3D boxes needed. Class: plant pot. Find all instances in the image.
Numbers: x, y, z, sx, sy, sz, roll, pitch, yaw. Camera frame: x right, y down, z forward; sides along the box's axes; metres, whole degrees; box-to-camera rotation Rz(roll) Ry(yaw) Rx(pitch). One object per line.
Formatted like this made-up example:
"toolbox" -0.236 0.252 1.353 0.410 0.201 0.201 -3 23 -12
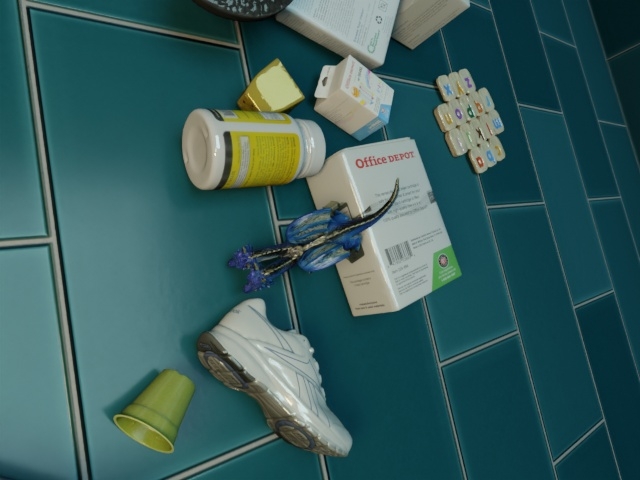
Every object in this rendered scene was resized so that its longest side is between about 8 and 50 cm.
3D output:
"plant pot" -0.095 -0.247 0.754 0.083 0.081 0.081 -44 104 -27
"plant pot" -0.202 0.211 0.552 0.083 0.083 0.079 45 43 -18

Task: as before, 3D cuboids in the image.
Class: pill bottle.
"pill bottle" -0.101 -0.146 0.694 0.208 0.119 0.119 -10 83 -38

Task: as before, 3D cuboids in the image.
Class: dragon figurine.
"dragon figurine" 0.000 0.000 0.669 0.085 0.289 0.144 66 16 3

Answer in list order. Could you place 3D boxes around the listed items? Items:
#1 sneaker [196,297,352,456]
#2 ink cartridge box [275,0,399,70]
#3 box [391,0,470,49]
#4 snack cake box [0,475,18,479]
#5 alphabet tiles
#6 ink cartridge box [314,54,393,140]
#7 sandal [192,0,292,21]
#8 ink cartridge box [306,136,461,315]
"sneaker" -0.042 0.209 0.650 0.297 0.111 0.129 52 48 -15
"ink cartridge box" 0.026 -0.571 0.881 0.329 0.071 0.325 18 85 -28
"box" 0.241 -0.601 1.036 0.119 0.181 0.182 12 70 -34
"snack cake box" -0.349 0.305 0.401 0.264 0.089 0.152 33 59 -25
"alphabet tiles" 0.414 -0.331 1.191 0.284 0.021 0.278 -30 96 -38
"ink cartridge box" 0.062 -0.289 0.873 0.143 0.089 0.092 27 63 -29
"sandal" -0.081 -0.505 0.744 0.167 0.107 0.446 47 60 -23
"ink cartridge box" 0.123 -0.030 0.825 0.211 0.121 0.289 -17 88 -38
